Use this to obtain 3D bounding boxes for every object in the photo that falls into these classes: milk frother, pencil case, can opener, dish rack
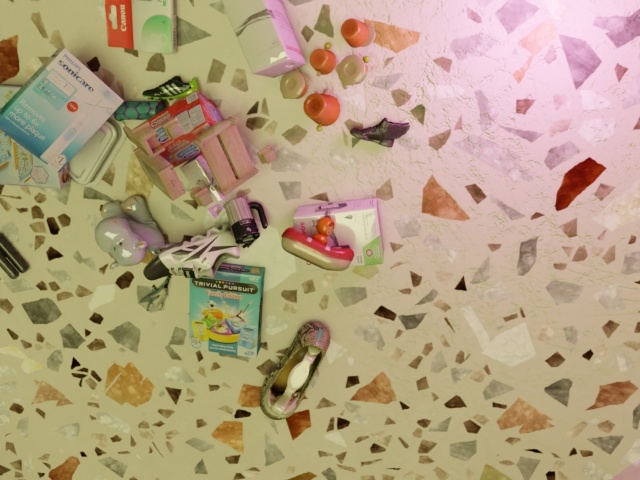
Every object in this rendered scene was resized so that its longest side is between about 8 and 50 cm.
[{"bbox_3d":[-0.259,-0.054,1.874,0.143,0.129,0.134,-38,67,47],"label":"milk frother"},{"bbox_3d":[-0.576,-0.409,1.775,0.152,0.064,0.070,3,150,6],"label":"pencil case"},{"bbox_3d":[-1.185,0.017,2.023,0.095,0.076,0.283,-16,114,47],"label":"can opener"},{"bbox_3d":[-0.834,-0.352,1.825,0.333,0.072,0.285,37,112,-8],"label":"dish rack"}]

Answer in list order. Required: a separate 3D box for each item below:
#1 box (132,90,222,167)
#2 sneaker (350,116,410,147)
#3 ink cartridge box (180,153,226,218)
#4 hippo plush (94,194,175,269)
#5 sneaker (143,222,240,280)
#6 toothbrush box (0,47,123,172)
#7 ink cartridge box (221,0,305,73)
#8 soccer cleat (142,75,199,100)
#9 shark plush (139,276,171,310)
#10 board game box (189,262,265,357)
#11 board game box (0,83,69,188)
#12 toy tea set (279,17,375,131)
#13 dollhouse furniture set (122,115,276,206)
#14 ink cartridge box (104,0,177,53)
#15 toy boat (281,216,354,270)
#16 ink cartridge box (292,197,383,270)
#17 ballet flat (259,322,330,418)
[{"bbox_3d":[-0.437,-0.332,1.736,0.257,0.123,0.128,-26,70,15],"label":"box"},{"bbox_3d":[0.184,-0.345,1.730,0.170,0.051,0.089,16,113,-6],"label":"sneaker"},{"bbox_3d":[-0.361,-0.180,1.818,0.067,0.115,0.198,-25,108,15],"label":"ink cartridge box"},{"bbox_3d":[-0.651,0.015,1.862,0.234,0.236,0.294,-34,105,17],"label":"hippo plush"},{"bbox_3d":[-0.423,0.075,1.858,0.331,0.122,0.146,-27,74,-3],"label":"sneaker"},{"bbox_3d":[-0.774,-0.386,1.655,0.295,0.126,0.216,-51,126,-8],"label":"toothbrush box"},{"bbox_3d":[-0.164,-0.606,1.547,0.117,0.207,0.282,-20,97,16],"label":"ink cartridge box"},{"bbox_3d":[-0.467,-0.475,1.745,0.179,0.060,0.072,-3,102,0],"label":"soccer cleat"},{"bbox_3d":[-0.599,0.191,2.029,0.067,0.073,0.161,45,118,20],"label":"shark plush"},{"bbox_3d":[-0.338,0.247,2.008,0.254,0.079,0.335,7,113,3],"label":"board game box"},{"bbox_3d":[-0.978,-0.332,1.775,0.318,0.066,0.318,5,111,5],"label":"board game box"},{"bbox_3d":[0.048,-0.493,1.670,0.336,0.124,0.200,-39,74,22],"label":"toy tea set"},{"bbox_3d":[-0.353,-0.295,1.654,0.356,0.174,0.303,-37,136,-20],"label":"dollhouse furniture set"},{"bbox_3d":[-0.546,-0.663,1.677,0.225,0.056,0.180,5,112,2],"label":"ink cartridge box"},{"bbox_3d":[0.000,0.000,1.731,0.231,0.151,0.151,25,84,-2],"label":"toy boat"},{"bbox_3d":[0.062,-0.018,1.837,0.273,0.114,0.198,-6,111,10],"label":"ink cartridge box"},{"bbox_3d":[-0.111,0.518,2.038,0.164,0.182,0.482,26,113,-6],"label":"ballet flat"}]
